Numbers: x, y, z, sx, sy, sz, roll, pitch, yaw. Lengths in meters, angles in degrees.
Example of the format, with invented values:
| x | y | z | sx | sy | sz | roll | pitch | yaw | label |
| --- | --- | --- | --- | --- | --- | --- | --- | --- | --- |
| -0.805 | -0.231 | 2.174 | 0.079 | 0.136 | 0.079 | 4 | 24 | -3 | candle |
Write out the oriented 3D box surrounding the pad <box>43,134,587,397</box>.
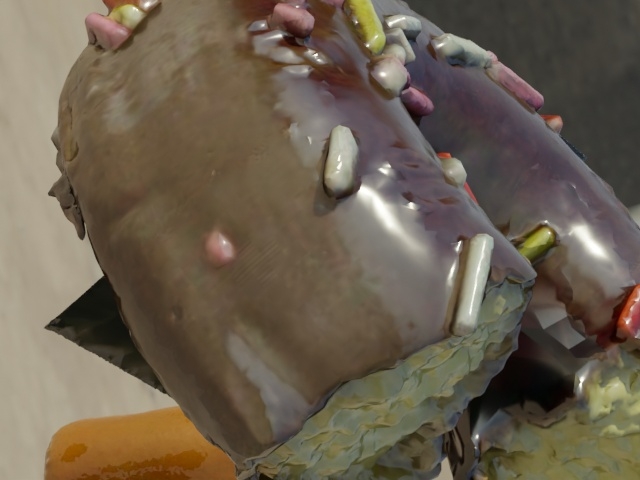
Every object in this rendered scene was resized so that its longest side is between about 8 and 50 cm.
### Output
| x | y | z | sx | sy | sz | roll | pitch | yaw | label |
| --- | --- | --- | --- | --- | --- | --- | --- | --- | --- |
| 0.000 | 0.000 | 1.481 | 0.247 | 0.367 | 0.007 | 34 | 22 | -44 | pad |

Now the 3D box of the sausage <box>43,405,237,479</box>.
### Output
| x | y | z | sx | sy | sz | roll | pitch | yaw | label |
| --- | --- | --- | --- | --- | --- | --- | --- | --- | --- |
| -0.140 | 0.201 | 1.788 | 0.098 | 0.238 | 0.098 | -7 | 90 | -73 | sausage |

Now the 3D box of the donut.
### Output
| x | y | z | sx | sy | sz | roll | pitch | yaw | label |
| --- | --- | --- | --- | --- | --- | --- | --- | --- | --- |
| 0.034 | -0.004 | 0.792 | 0.345 | 0.136 | 0.259 | 26 | 28 | -53 | donut |
